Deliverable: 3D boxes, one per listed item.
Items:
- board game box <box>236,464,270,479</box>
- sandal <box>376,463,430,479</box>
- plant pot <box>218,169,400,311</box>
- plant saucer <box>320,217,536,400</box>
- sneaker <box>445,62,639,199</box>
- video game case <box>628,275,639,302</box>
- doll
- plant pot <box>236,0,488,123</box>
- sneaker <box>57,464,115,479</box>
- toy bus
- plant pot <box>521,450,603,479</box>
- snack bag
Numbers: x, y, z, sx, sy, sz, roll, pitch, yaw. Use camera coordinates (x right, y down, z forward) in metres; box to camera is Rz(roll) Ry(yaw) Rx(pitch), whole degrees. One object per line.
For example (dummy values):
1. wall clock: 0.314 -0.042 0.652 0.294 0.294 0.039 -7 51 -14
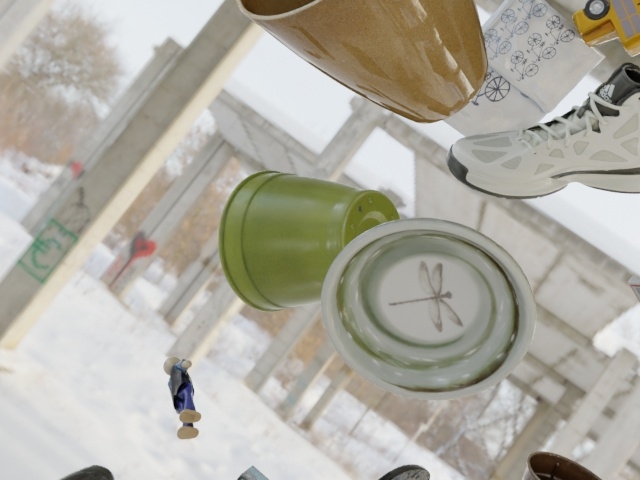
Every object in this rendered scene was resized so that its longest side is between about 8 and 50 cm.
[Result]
1. board game box: -0.105 0.592 2.183 0.186 0.026 0.126 39 1 8
2. sandal: 0.108 0.630 2.084 0.107 0.168 0.445 31 33 35
3. plant pot: 0.000 0.000 2.353 0.353 0.366 0.366 -1 -33 43
4. plant saucer: 0.204 0.118 1.813 0.400 0.400 0.100 38 29 -10
5. sneaker: 0.465 -0.224 1.789 0.169 0.447 0.257 -103 -165 -46
6. video game case: 0.828 0.197 2.126 0.285 0.025 0.204 55 -25 -21
7. doll: -0.257 0.278 1.773 0.046 0.129 0.189 2 28 -20
8. plant pot: 0.075 -0.254 1.067 0.254 0.237 0.237 43 -9 -39
9. sneaker: -0.373 0.385 1.404 0.086 0.229 0.132 41 16 -10
10. toy bus: 0.688 -0.477 1.925 0.108 0.332 0.130 1 66 -63
11. plant pot: 0.397 0.479 1.643 0.167 0.165 0.167 21 17 -7
12. snack bag: 0.409 -0.348 2.067 0.323 0.342 0.037 28 25 -38
